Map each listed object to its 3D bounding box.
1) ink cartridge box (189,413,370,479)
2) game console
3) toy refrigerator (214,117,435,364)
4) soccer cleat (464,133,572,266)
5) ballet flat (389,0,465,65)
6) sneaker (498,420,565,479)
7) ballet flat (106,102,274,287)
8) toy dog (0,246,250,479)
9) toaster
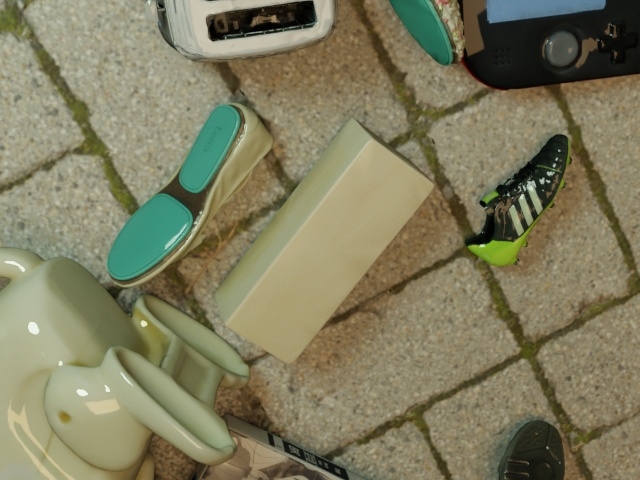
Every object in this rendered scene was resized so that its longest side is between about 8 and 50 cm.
[{"bbox_3d":[-0.010,0.362,1.371,0.333,0.065,0.165,26,95,-12],"label":"ink cartridge box"},{"bbox_3d":[0.306,-0.371,1.202,0.342,0.060,0.386,-7,110,-6],"label":"game console"},{"bbox_3d":[0.000,0.000,1.261,0.102,0.094,0.269,33,101,-24],"label":"toy refrigerator"},{"bbox_3d":[0.236,-0.051,1.297,0.072,0.060,0.179,23,106,-14],"label":"soccer cleat"},{"bbox_3d":[0.091,-0.299,1.168,0.077,0.091,0.241,-45,103,-15],"label":"ballet flat"},{"bbox_3d":[0.255,0.349,1.426,0.087,0.130,0.227,11,78,-7],"label":"sneaker"},{"bbox_3d":[-0.141,-0.041,1.233,0.086,0.086,0.248,37,97,-18],"label":"ballet flat"},{"bbox_3d":[-0.326,0.247,1.195,0.395,0.284,0.408,35,102,-17],"label":"toy dog"},{"bbox_3d":[-0.069,-0.256,1.135,0.227,0.146,0.129,-8,110,-6],"label":"toaster"}]
